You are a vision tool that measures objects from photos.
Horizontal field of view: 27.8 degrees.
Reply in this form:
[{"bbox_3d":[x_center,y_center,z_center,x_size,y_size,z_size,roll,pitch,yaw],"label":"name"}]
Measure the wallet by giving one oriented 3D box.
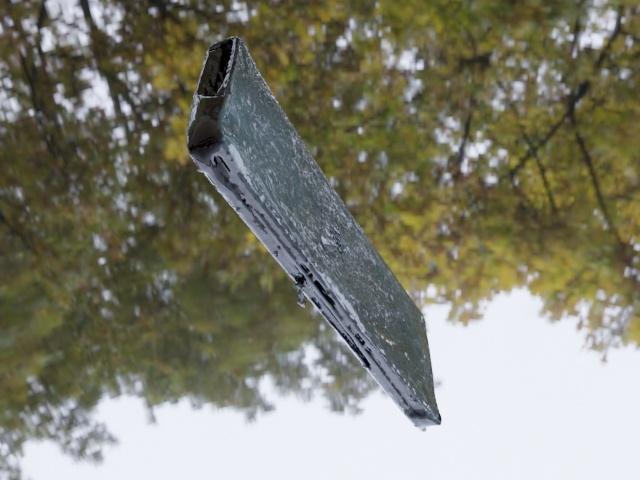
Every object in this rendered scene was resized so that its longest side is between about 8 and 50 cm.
[{"bbox_3d":[0.000,0.000,1.175,0.046,0.379,0.191,-26,-149,16],"label":"wallet"}]
